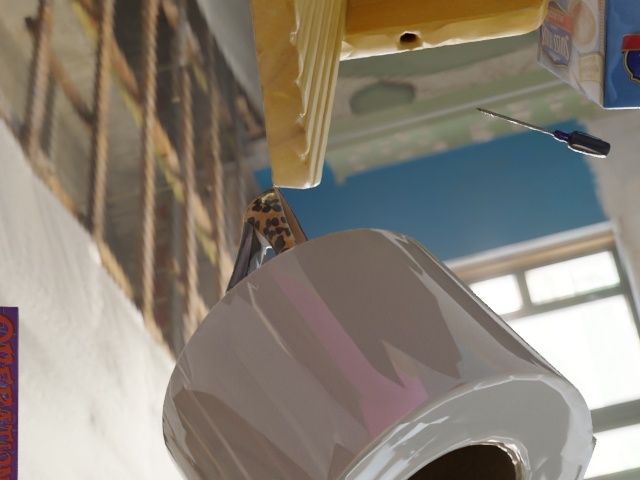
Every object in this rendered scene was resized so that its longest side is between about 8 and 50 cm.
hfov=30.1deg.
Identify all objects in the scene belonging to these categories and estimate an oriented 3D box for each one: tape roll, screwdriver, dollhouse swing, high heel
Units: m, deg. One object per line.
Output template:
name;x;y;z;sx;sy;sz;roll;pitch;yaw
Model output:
tape roll;0.036;0.136;0.806;0.169;0.246;0.246;45;164;43
screwdriver;0.267;-0.135;1.424;0.024;0.170;0.025;113;178;-52
dollhouse swing;0.095;-0.238;0.854;0.346;0.315;0.305;86;175;-52
high heel;0.000;0.000;1.667;0.093;0.261;0.186;56;-138;-53

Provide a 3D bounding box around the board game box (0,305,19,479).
board game box;-0.528;0.253;1.662;0.056;0.208;0.346;132;137;-54

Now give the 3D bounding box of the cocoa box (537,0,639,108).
cocoa box;0.406;-0.298;1.428;0.347;0.232;0.228;-98;7;-73
